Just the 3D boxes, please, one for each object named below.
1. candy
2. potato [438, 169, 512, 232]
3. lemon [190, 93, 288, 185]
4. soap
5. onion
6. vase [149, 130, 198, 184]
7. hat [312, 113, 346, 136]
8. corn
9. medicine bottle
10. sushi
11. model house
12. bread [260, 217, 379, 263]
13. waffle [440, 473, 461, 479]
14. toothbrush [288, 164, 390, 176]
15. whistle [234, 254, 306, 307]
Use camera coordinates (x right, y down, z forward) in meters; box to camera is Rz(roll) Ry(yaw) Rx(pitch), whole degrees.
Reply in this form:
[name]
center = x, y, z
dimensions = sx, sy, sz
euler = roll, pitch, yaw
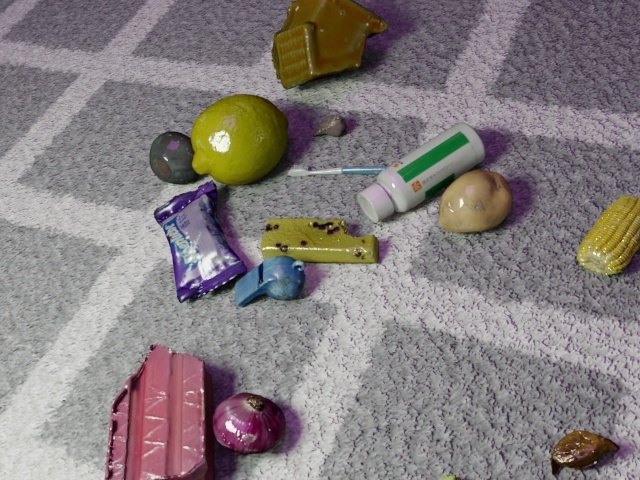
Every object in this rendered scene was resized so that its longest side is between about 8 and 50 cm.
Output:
[candy]
center = -0.243, -0.002, 1.435
dimensions = 0.145, 0.070, 0.275
euler = -27, 52, 1
[potato]
center = 0.282, -0.073, 1.328
dimensions = 0.147, 0.112, 0.112
euler = -29, 49, -18
[lemon]
center = -0.162, -0.215, 1.517
dimensions = 0.248, 0.184, 0.184
euler = -36, 50, -28
[soap]
center = -0.252, 0.288, 1.172
dimensions = 0.162, 0.099, 0.250
euler = -12, 49, 6
[onion]
center = -0.114, 0.293, 1.140
dimensions = 0.115, 0.115, 0.104
euler = 27, 106, 32
[vase]
center = -0.290, -0.202, 1.595
dimensions = 0.120, 0.120, 0.183
euler = 18, 44, 28
[hat]
center = 0.023, -0.244, 1.591
dimensions = 0.087, 0.042, 0.058
euler = -24, 29, 42
[corn]
center = 0.508, -0.012, 1.242
dimensions = 0.085, 0.063, 0.165
euler = 4, 45, 49
[medicine bottle]
center = 0.194, -0.129, 1.405
dimensions = 0.260, 0.095, 0.095
euler = -32, 50, -14
[sushi]
center = 0.371, 0.299, 1.029
dimensions = 0.099, 0.047, 0.050
euler = -22, 34, 19
[model house]
center = -0.017, -0.444, 1.707
dimensions = 0.268, 0.173, 0.239
euler = -3, 57, 54
[bread]
center = 0.000, 0.000, 1.379
dimensions = 0.226, 0.049, 0.088
euler = 0, 51, 14
[waffle]
center = 0.135, 0.460, 0.937
dimensions = 0.317, 0.073, 0.297
euler = -27, 48, -7
[toothbrush]
center = 0.066, -0.146, 1.505
dimensions = 0.276, 0.019, 0.025
euler = 1, 43, 16
[whistle]
center = -0.081, 0.077, 1.328
dimensions = 0.158, 0.090, 0.090
euler = -38, 36, 38
